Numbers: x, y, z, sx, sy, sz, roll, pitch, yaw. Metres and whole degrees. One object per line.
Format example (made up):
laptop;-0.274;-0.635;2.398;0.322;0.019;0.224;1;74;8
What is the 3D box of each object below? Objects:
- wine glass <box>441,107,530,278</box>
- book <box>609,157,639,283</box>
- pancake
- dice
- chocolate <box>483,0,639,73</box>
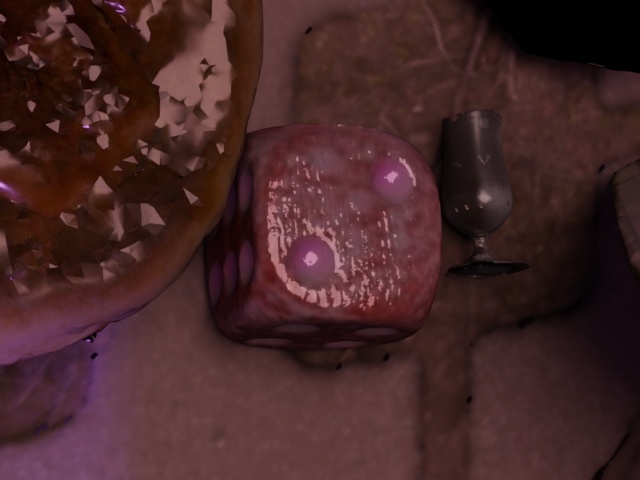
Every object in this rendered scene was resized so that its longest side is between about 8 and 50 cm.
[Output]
wine glass;0.081;-0.023;0.943;0.039;0.042;0.083;14;69;-47
book;0.265;0.106;0.892;0.035;0.239;0.352;-43;96;12
pancake;-0.188;-0.114;0.793;0.356;0.065;0.356;6;73;-19
dice;0.000;0.000;0.880;0.091;0.093;0.094;2;76;-19
chocolate;0.159;-0.236;0.957;0.224;0.206;0.177;48;37;-20
